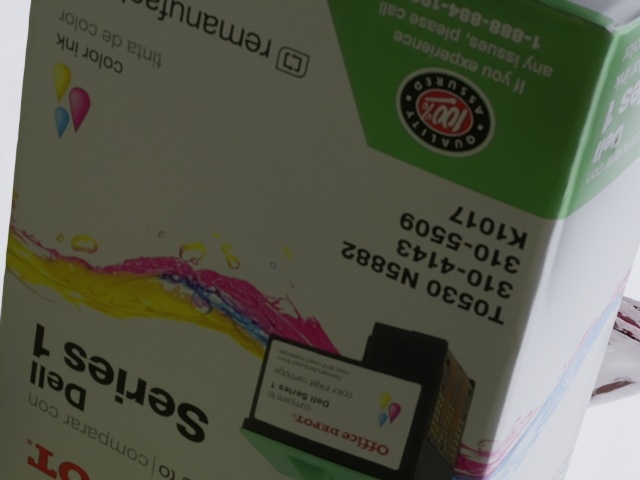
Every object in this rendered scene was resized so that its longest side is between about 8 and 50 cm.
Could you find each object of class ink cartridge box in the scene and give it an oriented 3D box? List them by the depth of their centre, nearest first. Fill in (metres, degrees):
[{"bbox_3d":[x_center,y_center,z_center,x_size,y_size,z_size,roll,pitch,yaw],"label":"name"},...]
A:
[{"bbox_3d":[0.000,0.000,0.618,0.201,0.117,0.278,24,-57,20],"label":"ink cartridge box"}]

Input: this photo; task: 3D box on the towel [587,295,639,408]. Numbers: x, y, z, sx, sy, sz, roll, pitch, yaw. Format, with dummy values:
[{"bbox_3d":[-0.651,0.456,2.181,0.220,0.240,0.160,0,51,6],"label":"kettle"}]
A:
[{"bbox_3d":[0.004,0.075,0.869,0.329,0.237,0.037,-17,-113,25],"label":"towel"}]
